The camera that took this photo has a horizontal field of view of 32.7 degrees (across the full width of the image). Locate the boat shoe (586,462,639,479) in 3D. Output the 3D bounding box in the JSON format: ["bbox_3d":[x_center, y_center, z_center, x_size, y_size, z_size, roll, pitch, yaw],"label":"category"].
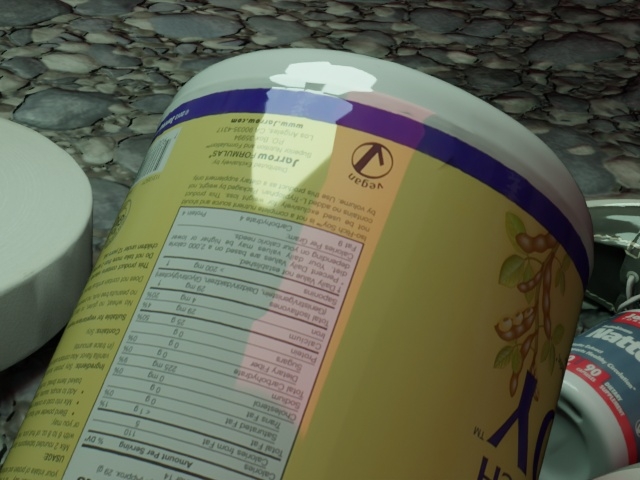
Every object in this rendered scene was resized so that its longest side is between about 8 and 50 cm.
[{"bbox_3d":[0.274,0.181,0.684,0.320,0.118,0.103,-11,44,-20],"label":"boat shoe"}]

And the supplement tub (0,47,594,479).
[{"bbox_3d":[-0.018,0.103,0.525,0.241,0.241,0.331,15,66,11],"label":"supplement tub"}]

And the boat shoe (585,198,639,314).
[{"bbox_3d":[0.329,0.052,0.879,0.335,0.112,0.095,16,54,18],"label":"boat shoe"}]

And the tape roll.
[{"bbox_3d":[-0.370,-0.008,0.829,0.392,0.072,0.392,6,29,-3],"label":"tape roll"}]

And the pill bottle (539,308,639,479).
[{"bbox_3d":[0.218,0.109,0.776,0.180,0.108,0.108,-22,44,-37],"label":"pill bottle"}]
